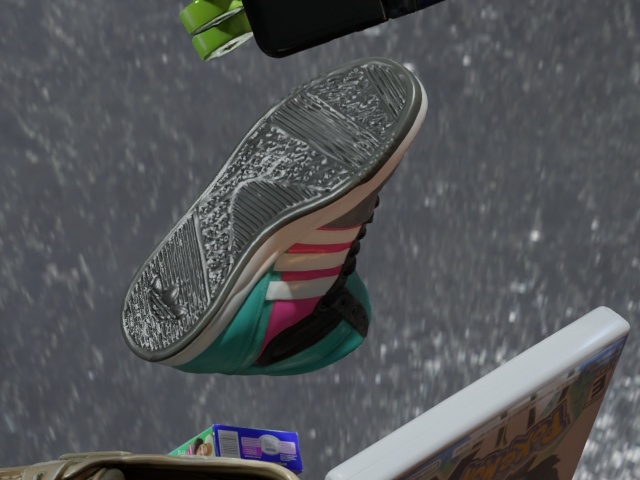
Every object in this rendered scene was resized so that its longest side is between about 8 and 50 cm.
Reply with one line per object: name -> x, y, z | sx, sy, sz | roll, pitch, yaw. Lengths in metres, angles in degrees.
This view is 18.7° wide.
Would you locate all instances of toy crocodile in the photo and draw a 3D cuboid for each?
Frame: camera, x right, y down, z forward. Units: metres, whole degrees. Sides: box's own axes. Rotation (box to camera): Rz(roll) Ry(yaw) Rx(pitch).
toy crocodile -> -0.103, -0.260, 1.894 | 0.105, 0.340, 0.115 | -29, 85, -1

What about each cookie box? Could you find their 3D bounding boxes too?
cookie box -> -0.083, 0.202, 1.734 | 0.091, 0.107, 0.040 | 10, 60, -34

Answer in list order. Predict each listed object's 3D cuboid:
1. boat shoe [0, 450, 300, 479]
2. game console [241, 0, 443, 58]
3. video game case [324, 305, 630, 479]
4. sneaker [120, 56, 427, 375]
boat shoe -> -0.161, 0.188, 1.331 | 0.302, 0.098, 0.109 | 1, 55, -7
game console -> 0.012, -0.160, 0.901 | 0.107, 0.071, 0.122 | -26, 100, -38
video game case -> 0.096, 0.227, 1.518 | 0.036, 0.300, 0.329 | 37, 43, 27
sneaker -> 0.000, 0.000, 1.501 | 0.295, 0.178, 0.124 | -45, 57, 12
